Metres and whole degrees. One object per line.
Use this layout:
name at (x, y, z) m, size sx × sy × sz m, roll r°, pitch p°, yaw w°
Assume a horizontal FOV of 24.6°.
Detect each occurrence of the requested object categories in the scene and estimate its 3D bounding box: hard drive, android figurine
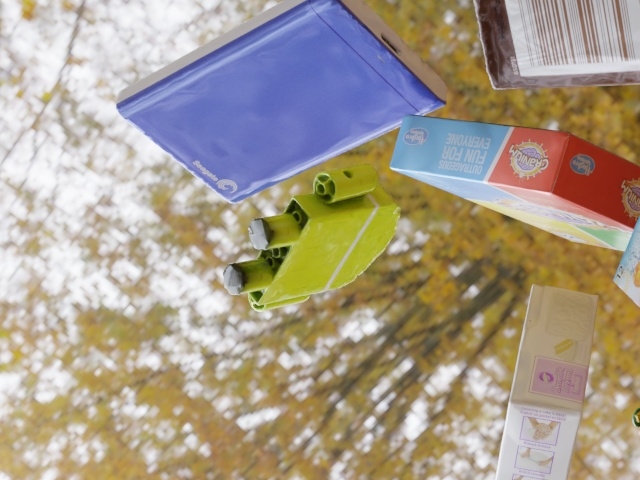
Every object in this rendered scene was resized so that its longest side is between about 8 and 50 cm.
hard drive at (-0.047, -0.162, 1.677) m, size 0.210 × 0.319 × 0.040 m, roll 39°, pitch -139°, yaw -36°
android figurine at (0.000, 0.000, 1.932) m, size 0.273 × 0.248 × 0.056 m, roll -14°, pitch -125°, yaw -43°

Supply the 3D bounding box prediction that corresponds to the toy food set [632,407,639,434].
toy food set at (0.377, 0.199, 1.611) m, size 0.083 × 0.020 × 0.082 m, roll -32°, pitch -62°, yaw -27°

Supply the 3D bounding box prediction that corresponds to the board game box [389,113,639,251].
board game box at (0.269, -0.052, 1.587) m, size 0.317 × 0.064 × 0.242 m, roll 19°, pitch 176°, yaw -39°

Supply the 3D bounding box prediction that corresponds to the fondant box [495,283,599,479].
fondant box at (0.292, 0.261, 1.964) m, size 0.096 × 0.330 × 0.238 m, roll 10°, pitch -142°, yaw 10°

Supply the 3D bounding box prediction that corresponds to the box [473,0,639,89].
box at (0.303, -0.301, 1.472) m, size 0.381 × 0.191 × 0.143 m, roll -55°, pitch -43°, yaw -49°

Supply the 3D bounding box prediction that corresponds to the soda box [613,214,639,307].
soda box at (0.257, -0.037, 0.951) m, size 0.058 × 0.183 × 0.063 m, roll 16°, pitch -164°, yaw -15°
